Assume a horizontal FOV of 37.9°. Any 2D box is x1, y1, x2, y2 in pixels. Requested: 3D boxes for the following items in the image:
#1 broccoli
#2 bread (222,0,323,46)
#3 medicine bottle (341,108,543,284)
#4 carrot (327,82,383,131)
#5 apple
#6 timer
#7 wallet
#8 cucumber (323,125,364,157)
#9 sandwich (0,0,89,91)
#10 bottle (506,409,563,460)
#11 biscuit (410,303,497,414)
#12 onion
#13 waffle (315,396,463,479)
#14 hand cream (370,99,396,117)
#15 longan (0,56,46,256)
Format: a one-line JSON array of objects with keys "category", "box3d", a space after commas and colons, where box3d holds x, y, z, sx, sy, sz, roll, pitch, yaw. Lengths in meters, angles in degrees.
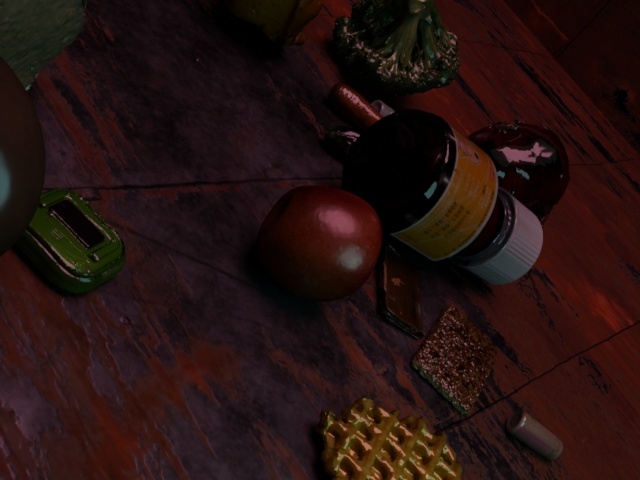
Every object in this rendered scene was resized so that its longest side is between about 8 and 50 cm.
[{"category": "broccoli", "box3d": [0.179, -0.450, 2.098, 0.307, 0.275, 0.308, 8, 54, -11]}, {"category": "bread", "box3d": [-0.075, -0.583, 1.894, 0.204, 0.358, 0.337, 16, 16, -8]}, {"category": "medicine bottle", "box3d": [0.236, -0.062, 1.720, 0.395, 0.242, 0.243, 31, 30, -44]}, {"category": "carrot", "box3d": [0.113, -0.240, 1.957, 0.248, 0.059, 0.059, 41, 30, -9]}, {"category": "apple", "box3d": [0.000, 0.000, 1.405, 0.168, 0.181, 0.181, 34, 32, -14]}, {"category": "timer", "box3d": [-0.314, -0.003, 1.165, 0.140, 0.047, 0.128, 46, 30, 4]}, {"category": "wallet", "box3d": [0.137, 0.087, 1.606, 0.095, 0.026, 0.176, 36, 32, -24]}, {"category": "cucumber", "box3d": [0.113, -0.167, 1.847, 0.241, 0.074, 0.074, 25, 35, -26]}, {"category": "sandwich", "box3d": [-0.433, -0.294, 1.172, 0.131, 0.262, 0.325, 46, 30, 8]}, {"category": "bottle", "box3d": [0.357, 0.324, 1.550, 0.096, 0.045, 0.045, 37, 31, -13]}, {"category": "biscuit", "box3d": [0.233, 0.196, 1.584, 0.131, 0.025, 0.231, 44, 31, 0]}, {"category": "onion", "box3d": [0.414, -0.151, 2.051, 0.280, 0.281, 0.221, 21, -6, -33]}, {"category": "waffle", "box3d": [0.111, 0.333, 1.244, 0.291, 0.051, 0.291, 27, 35, -21]}, {"category": "hand cream", "box3d": [0.174, -0.248, 2.053, 0.174, 0.047, 0.076, 28, 32, -40]}, {"category": "longan", "box3d": [-0.404, -0.086, 0.951, 0.258, 0.258, 0.258, 30, 33, -22]}]
